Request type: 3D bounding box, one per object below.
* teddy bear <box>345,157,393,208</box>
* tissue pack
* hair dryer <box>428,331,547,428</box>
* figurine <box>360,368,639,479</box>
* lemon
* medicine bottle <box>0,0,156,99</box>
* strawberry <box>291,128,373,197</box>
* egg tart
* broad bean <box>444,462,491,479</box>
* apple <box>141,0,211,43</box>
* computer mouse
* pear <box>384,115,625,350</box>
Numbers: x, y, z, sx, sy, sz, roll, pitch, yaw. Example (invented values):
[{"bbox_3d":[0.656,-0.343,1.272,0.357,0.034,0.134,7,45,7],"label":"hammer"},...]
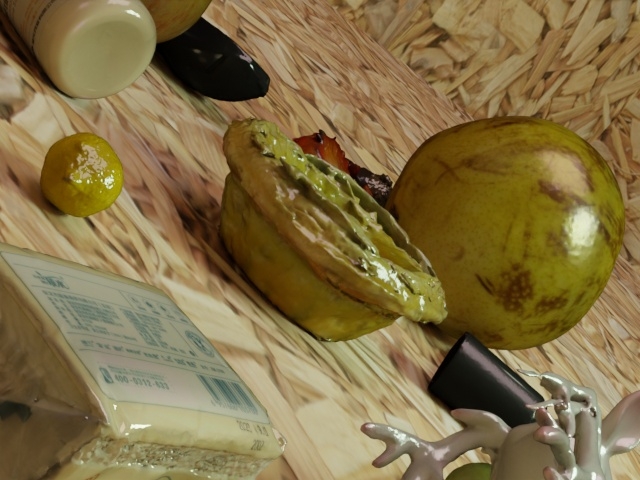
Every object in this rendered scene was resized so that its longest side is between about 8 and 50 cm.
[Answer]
[{"bbox_3d":[0.049,-0.058,2.044,0.160,0.078,0.119,43,15,-5],"label":"teddy bear"},{"bbox_3d":[-0.128,0.083,0.936,0.148,0.092,0.196,49,12,27],"label":"tissue pack"},{"bbox_3d":[0.169,0.150,1.775,0.114,0.070,0.248,41,3,0],"label":"hair dryer"},{"bbox_3d":[0.171,0.216,1.131,0.316,0.206,0.284,54,30,3],"label":"figurine"},{"bbox_3d":[-0.183,-0.050,1.293,0.065,0.065,0.092,41,7,-6],"label":"lemon"},{"bbox_3d":[-0.256,-0.247,1.631,0.114,0.114,0.252,29,18,-49],"label":"medicine bottle"},{"bbox_3d":[-0.001,-0.056,1.897,0.188,0.082,0.121,4,64,-77],"label":"strawberry"},{"bbox_3d":[0.000,0.000,1.582,0.288,0.118,0.288,38,12,-10],"label":"egg tart"},{"bbox_3d":[0.170,0.245,1.345,0.124,0.082,0.174,31,18,-39],"label":"broad bean"},{"bbox_3d":[-0.220,-0.335,1.868,0.261,0.194,0.261,39,15,-12],"label":"apple"},{"bbox_3d":[-0.145,-0.221,1.999,0.217,0.073,0.122,42,-3,41],"label":"computer mouse"},{"bbox_3d":[0.206,-0.012,1.928,0.280,0.281,0.281,40,12,-10],"label":"pear"}]
